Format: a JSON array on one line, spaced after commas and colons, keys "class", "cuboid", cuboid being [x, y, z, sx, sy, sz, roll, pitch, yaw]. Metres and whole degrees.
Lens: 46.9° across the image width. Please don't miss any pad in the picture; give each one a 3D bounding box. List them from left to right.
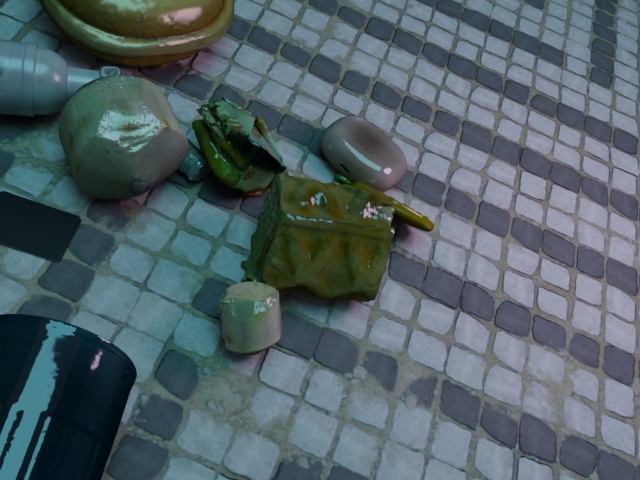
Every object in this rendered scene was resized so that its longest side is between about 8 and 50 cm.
[{"class": "pad", "cuboid": [-0.526, -0.026, 1.333, 0.157, 0.003, 0.112, 19, 51, -6]}]

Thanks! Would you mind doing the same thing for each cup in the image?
[{"class": "cup", "cuboid": [-0.436, 0.276, 0.992, 0.308, 0.242, 0.292, 17, 53, -12]}]

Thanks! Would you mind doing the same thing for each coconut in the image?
[{"class": "coconut", "cuboid": [-0.366, -0.186, 1.382, 0.241, 0.241, 0.241, 10, 52, -14]}, {"class": "coconut", "cuboid": [-0.123, 0.143, 1.294, 0.116, 0.122, 0.116, -3, 20, 1]}]

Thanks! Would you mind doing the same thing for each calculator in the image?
[{"class": "calculator", "cuboid": [0.132, -0.078, 1.548, 0.235, 0.146, 0.032, 26, 89, -2]}]

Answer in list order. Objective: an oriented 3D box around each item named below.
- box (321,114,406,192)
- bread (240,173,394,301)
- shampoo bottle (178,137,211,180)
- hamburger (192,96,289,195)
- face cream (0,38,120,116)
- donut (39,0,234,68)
[{"class": "box", "cuboid": [0.096, -0.192, 1.640, 0.200, 0.088, 0.146, 42, 53, 11]}, {"class": "bread", "cuboid": [0.000, -0.005, 1.405, 0.252, 0.239, 0.196, 17, 10, -14]}, {"class": "shampoo bottle", "cuboid": [-0.312, -0.208, 1.520, 0.212, 0.049, 0.072, 40, 50, 10]}, {"class": "hamburger", "cuboid": [-0.179, -0.200, 1.484, 0.214, 0.125, 0.235, 51, 20, 22]}, {"class": "face cream", "cuboid": [-0.584, -0.311, 1.431, 0.369, 0.145, 0.145, 5, 54, -18]}, {"class": "donut", "cuboid": [-0.408, -0.568, 1.638, 0.449, 0.198, 0.449, 11, 58, -18]}]
